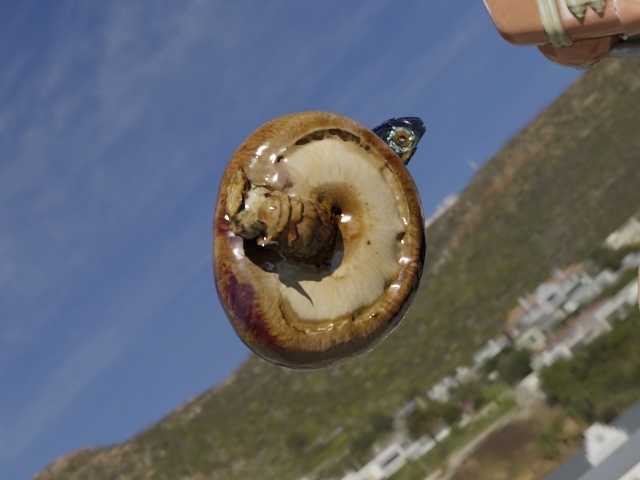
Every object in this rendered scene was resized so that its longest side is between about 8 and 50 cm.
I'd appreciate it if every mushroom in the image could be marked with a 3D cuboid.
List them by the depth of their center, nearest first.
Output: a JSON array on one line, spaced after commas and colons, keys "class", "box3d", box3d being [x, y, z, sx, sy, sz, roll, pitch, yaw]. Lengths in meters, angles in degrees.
[{"class": "mushroom", "box3d": [-0.012, 0.000, 1.561, 0.278, 0.297, 0.163, 19, -18, -35]}]

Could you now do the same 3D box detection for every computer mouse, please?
[{"class": "computer mouse", "box3d": [0.073, -0.098, 1.965, 0.241, 0.077, 0.146, -59, -1, -33]}]

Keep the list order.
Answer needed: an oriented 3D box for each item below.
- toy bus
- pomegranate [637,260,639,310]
[{"class": "toy bus", "box3d": [0.276, -0.285, 1.316, 0.288, 0.232, 0.194, -8, 9, 26]}, {"class": "pomegranate", "box3d": [0.668, 0.038, 2.139, 0.410, 0.410, 0.410, -35, -19, -14]}]
